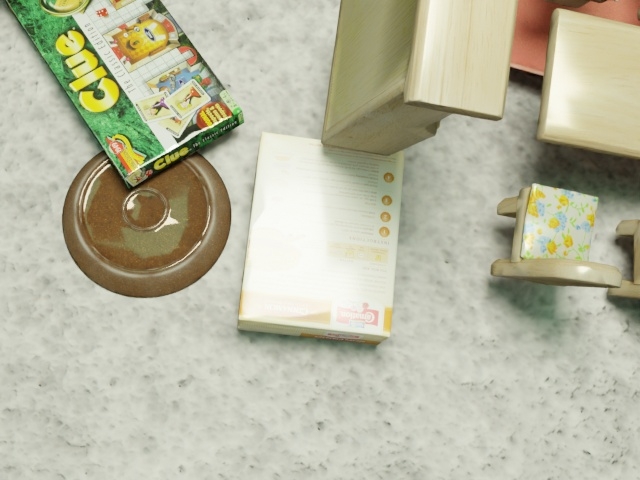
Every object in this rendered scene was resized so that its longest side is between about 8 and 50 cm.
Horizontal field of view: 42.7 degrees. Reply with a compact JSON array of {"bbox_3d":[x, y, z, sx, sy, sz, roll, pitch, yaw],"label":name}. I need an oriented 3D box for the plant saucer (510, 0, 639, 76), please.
[{"bbox_3d":[0.287,-0.280,0.910,0.259,0.048,0.258,15,75,0],"label":"plant saucer"}]

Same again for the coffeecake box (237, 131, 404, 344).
[{"bbox_3d":[0.000,0.000,0.799,0.142,0.068,0.185,7,75,-5],"label":"coffeecake box"}]

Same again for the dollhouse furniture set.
[{"bbox_3d":[0.228,-0.143,0.691,0.394,0.256,0.362,9,87,-13],"label":"dollhouse furniture set"}]

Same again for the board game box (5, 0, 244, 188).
[{"bbox_3d":[-0.204,-0.188,0.836,0.136,0.030,0.259,-34,73,-11],"label":"board game box"}]

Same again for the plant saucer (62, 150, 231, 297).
[{"bbox_3d":[-0.173,-0.028,0.813,0.168,0.029,0.168,1,75,-4],"label":"plant saucer"}]
